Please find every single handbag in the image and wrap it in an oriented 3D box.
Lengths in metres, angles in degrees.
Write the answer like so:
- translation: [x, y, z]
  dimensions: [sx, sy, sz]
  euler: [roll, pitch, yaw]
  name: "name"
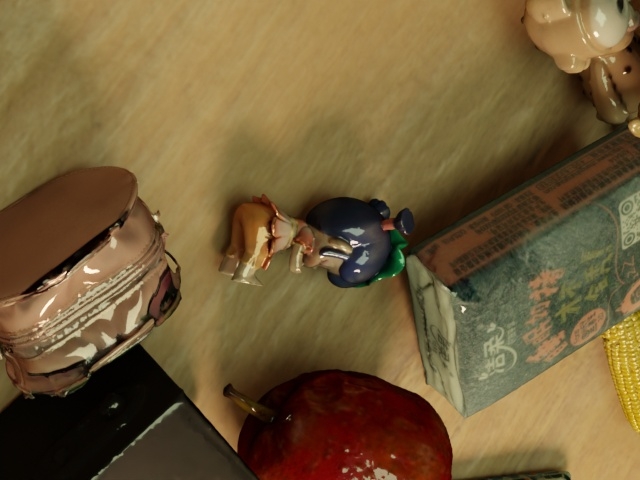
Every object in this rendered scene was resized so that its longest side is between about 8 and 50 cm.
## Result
- translation: [-0.234, 0.035, 1.351]
  dimensions: [0.205, 0.179, 0.116]
  euler: [-38, 124, -13]
  name: "handbag"

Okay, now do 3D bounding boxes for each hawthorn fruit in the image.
- translation: [0.004, 0.226, 1.491]
  dimensions: [0.266, 0.230, 0.210]
  euler: [31, 81, -29]
  name: "hawthorn fruit"

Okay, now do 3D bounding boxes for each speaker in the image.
- translation: [-0.215, 0.239, 1.379]
  dimensions: [0.254, 0.232, 0.184]
  euler: [-42, 118, -7]
  name: "speaker"

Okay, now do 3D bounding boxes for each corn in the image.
- translation: [0.390, 0.159, 1.774]
  dimensions: [0.067, 0.067, 0.206]
  euler: [-32, 115, -17]
  name: "corn"

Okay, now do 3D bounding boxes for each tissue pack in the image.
- translation: [0.253, 0.036, 1.613]
  dimensions: [0.316, 0.103, 0.228]
  euler: [-30, 135, -19]
  name: "tissue pack"

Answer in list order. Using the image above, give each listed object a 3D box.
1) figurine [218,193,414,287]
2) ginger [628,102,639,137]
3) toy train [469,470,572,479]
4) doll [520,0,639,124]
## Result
- translation: [0.000, 0.000, 1.499]
  dimensions: [0.195, 0.111, 0.102]
  euler: [5, 102, -27]
  name: "figurine"
- translation: [0.418, -0.199, 1.561]
  dimensions: [0.270, 0.123, 0.219]
  euler: [-34, 94, -46]
  name: "ginger"
- translation: [0.221, 0.309, 1.734]
  dimensions: [0.207, 0.047, 0.043]
  euler: [-2, 105, -26]
  name: "toy train"
- translation: [0.322, -0.222, 1.615]
  dimensions: [0.278, 0.119, 0.154]
  euler: [41, 55, -41]
  name: "doll"
